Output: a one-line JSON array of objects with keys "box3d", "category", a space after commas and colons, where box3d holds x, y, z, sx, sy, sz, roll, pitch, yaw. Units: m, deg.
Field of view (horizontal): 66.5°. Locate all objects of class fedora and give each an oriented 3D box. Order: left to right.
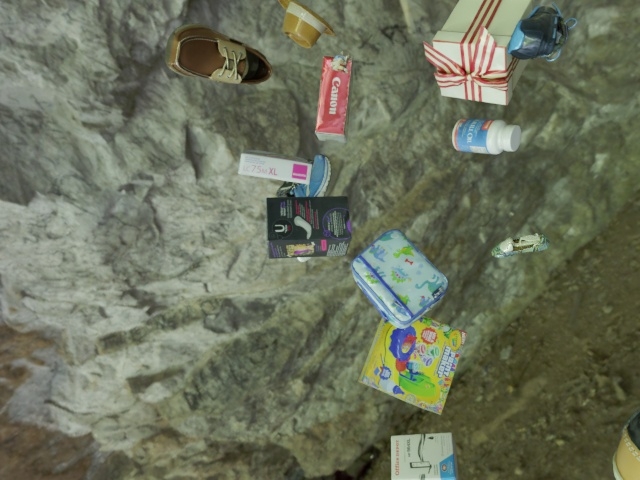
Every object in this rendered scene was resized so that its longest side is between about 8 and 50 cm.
[{"box3d": [-0.051, -0.586, 1.340, 0.079, 0.194, 0.194, -58, -15, 11], "category": "fedora"}]

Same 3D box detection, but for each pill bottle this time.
[{"box3d": [0.610, -0.382, 1.789, 0.124, 0.221, 0.124, -15, -69, -43], "category": "pill bottle"}]

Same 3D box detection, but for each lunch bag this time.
[{"box3d": [0.191, 0.097, 1.214, 0.176, 0.219, 0.090, -36, -20, -9], "category": "lunch bag"}]

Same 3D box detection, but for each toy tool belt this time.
[{"box3d": [0.054, -0.463, 1.258, 0.083, 0.052, 0.051, -107, 31, -70], "category": "toy tool belt"}]

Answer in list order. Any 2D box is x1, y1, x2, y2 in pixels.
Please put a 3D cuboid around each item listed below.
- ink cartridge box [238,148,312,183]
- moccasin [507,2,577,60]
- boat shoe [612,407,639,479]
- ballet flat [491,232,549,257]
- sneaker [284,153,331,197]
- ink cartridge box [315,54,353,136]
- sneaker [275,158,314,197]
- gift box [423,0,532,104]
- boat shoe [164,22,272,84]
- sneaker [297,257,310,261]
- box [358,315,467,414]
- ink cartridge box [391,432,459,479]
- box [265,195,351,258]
[{"box3d": [-0.129, -0.214, 1.381, 0.311, 0.185, 0.065, -121, 40, -78], "category": "ink cartridge box"}, {"box3d": [0.584, -0.524, 1.278, 0.342, 0.116, 0.138, -45, -29, -42], "category": "moccasin"}, {"box3d": [0.565, 0.187, 0.544, 0.500, 0.156, 0.187, -9, 18, -11], "category": "boat shoe"}, {"box3d": [0.667, 0.011, 1.647, 0.188, 0.070, 0.070, -15, 2, 27], "category": "ballet flat"}, {"box3d": [-0.056, -0.199, 1.897, 0.130, 0.147, 0.330, 133, 156, -68], "category": "sneaker"}, {"box3d": [0.060, -0.579, 2.004, 0.272, 0.130, 0.309, -33, -51, -85], "category": "ink cartridge box"}, {"box3d": [-0.096, -0.264, 2.162, 0.283, 0.107, 0.124, -25, 45, 52], "category": "sneaker"}, {"box3d": [0.485, -0.591, 1.496, 0.258, 0.255, 0.276, -60, -37, -18], "category": "gift box"}, {"box3d": [-0.228, -0.441, 1.182, 0.324, 0.120, 0.123, -28, -42, -59], "category": "boat shoe"}, {"box3d": [0.000, 0.000, 1.960, 0.237, 0.085, 0.086, -39, 16, -9], "category": "sneaker"}, {"box3d": [0.318, 0.411, 1.713, 0.177, 0.279, 0.290, 93, -162, -75], "category": "box"}, {"box3d": [0.335, 0.714, 1.578, 0.148, 0.203, 0.086, -83, -26, -45], "category": "ink cartridge box"}, {"box3d": [-0.044, -0.043, 1.614, 0.270, 0.165, 0.143, -1, -25, -7], "category": "box"}]
